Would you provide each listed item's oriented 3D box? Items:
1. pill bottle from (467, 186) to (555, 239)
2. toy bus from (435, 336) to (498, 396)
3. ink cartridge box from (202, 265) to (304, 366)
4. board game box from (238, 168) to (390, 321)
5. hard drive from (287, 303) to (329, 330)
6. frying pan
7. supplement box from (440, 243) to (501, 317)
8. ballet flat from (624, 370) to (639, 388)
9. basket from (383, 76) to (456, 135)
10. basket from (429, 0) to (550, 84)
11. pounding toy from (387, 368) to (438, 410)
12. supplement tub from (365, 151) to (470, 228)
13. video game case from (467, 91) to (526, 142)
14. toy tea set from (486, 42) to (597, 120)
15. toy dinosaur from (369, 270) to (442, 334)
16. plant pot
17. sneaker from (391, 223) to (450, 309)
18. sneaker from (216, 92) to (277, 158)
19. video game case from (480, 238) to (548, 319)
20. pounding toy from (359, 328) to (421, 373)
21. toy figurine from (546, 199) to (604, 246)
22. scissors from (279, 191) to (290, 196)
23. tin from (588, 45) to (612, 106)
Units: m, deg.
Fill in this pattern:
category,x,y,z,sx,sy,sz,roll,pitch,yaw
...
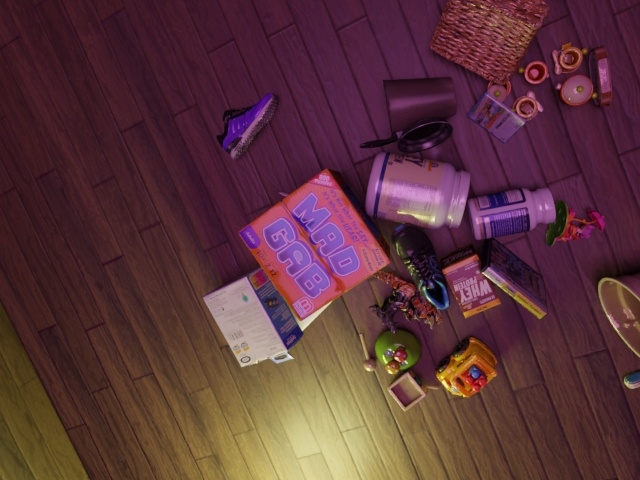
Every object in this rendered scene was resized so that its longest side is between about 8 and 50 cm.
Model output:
category,x,y,z,sx,sy,sz,roll,pitch,yaw
pill bottle,0.654,-0.097,1.644,0.264,0.153,0.153,-11,98,14
toy bus,0.543,0.501,1.758,0.149,0.211,0.220,41,108,0
ink cartridge box,-0.254,0.330,1.897,0.269,0.151,0.396,-25,94,33
board game box,0.000,0.000,1.666,0.356,0.356,0.357,-35,91,10
hard drive,-0.058,0.205,1.917,0.203,0.040,0.307,44,106,1
frying pan,0.296,-0.348,1.652,0.325,0.197,0.053,-14,73,6
supplement box,0.528,0.138,1.696,0.129,0.194,0.192,-26,95,15
ballet flat,1.179,0.486,1.706,0.168,0.057,0.052,-24,123,19
basket,0.343,-0.476,1.640,0.226,0.154,0.205,-10,118,10
basket,0.547,-0.699,1.552,0.299,0.214,0.223,30,145,10
pounding toy,0.366,0.585,1.882,0.141,0.100,0.130,-43,76,14
supplement tub,0.334,-0.169,1.656,0.324,0.235,0.236,12,103,10
video game case,0.598,-0.417,1.623,0.166,0.119,0.015,37,63,3
toy tea set,0.724,-0.505,1.562,0.335,0.124,0.200,-19,97,15
toy dinosaur,0.307,0.228,1.812,0.322,0.164,0.218,43,92,20
plant pot,1.148,0.202,1.534,0.305,0.334,0.334,-27,94,4
sneaker,0.362,0.089,1.646,0.125,0.140,0.341,-32,113,10
sneaker,-0.294,-0.461,1.804,0.146,0.102,0.293,42,106,2
video game case,0.660,0.115,1.622,0.248,0.275,0.035,39,121,3
pounding toy,0.270,0.450,1.840,0.236,0.110,0.183,-6,112,16
toy figurine,0.887,-0.047,1.636,0.159,0.130,0.173,6,124,2
scissors,-0.022,-0.131,1.852,0.296,0.021,0.109,4,103,10
tin,0.900,-0.526,1.532,0.040,0.106,0.190,-9,98,21
